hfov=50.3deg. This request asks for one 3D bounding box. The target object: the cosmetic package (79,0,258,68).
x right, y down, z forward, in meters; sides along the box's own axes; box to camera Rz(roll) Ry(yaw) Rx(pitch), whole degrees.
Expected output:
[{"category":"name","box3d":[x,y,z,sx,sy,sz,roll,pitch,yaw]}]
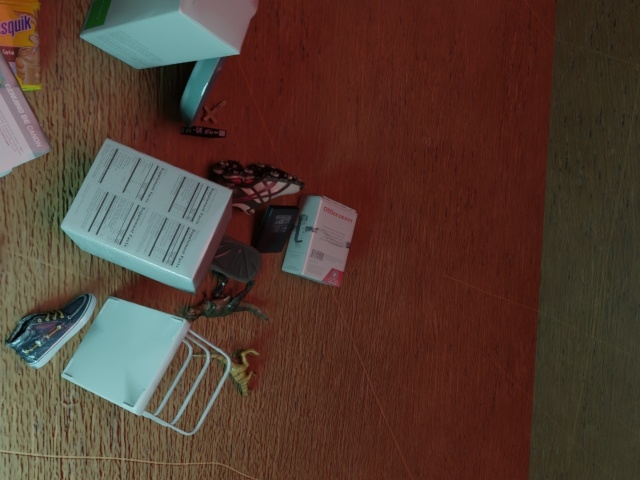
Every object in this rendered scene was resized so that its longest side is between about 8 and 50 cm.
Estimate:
[{"category":"cosmetic package","box3d":[-0.292,-0.464,1.327,0.155,0.365,0.197,25,76,-43]}]

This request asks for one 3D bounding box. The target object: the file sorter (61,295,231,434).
[{"category":"file sorter","box3d":[-0.355,0.260,1.411,0.173,0.277,0.193,46,63,-42]}]

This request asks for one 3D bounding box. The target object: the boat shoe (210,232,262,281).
[{"category":"boat shoe","box3d":[-0.280,0.001,1.589,0.320,0.103,0.118,28,85,-38]}]

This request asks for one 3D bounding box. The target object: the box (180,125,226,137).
[{"category":"box","box3d":[-0.271,-0.251,1.581,0.083,0.067,0.018,0,95,-44]}]

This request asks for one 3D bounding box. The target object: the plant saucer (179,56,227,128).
[{"category":"plant saucer","box3d":[-0.231,-0.392,1.471,0.043,0.317,0.318,27,73,-11]}]

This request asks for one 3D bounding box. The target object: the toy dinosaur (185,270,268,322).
[{"category":"toy dinosaur","box3d":[-0.223,0.142,1.677,0.268,0.064,0.118,5,105,-45]}]

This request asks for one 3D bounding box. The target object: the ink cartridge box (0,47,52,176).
[{"category":"ink cartridge box","box3d":[-0.608,-0.217,1.034,0.271,0.130,0.310,-29,109,-21]}]

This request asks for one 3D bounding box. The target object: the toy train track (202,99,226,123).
[{"category":"toy train track","box3d":[-0.255,-0.309,1.630,0.083,0.014,0.048,-51,119,-36]}]

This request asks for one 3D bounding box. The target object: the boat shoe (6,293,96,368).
[{"category":"boat shoe","box3d":[-0.534,0.162,1.364,0.183,0.065,0.083,-54,129,-26]}]

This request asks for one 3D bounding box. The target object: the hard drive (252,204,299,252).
[{"category":"hard drive","box3d":[-0.116,-0.028,1.747,0.094,0.022,0.135,-2,124,-45]}]

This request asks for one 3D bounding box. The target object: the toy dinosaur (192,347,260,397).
[{"category":"toy dinosaur","box3d":[-0.210,0.314,1.705,0.112,0.064,0.212,-52,126,-26]}]

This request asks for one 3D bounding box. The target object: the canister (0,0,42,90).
[{"category":"canister","box3d":[-0.581,-0.366,1.258,0.126,0.073,0.170,-9,102,-44]}]

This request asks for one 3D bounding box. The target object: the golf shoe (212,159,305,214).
[{"category":"golf shoe","box3d":[-0.161,-0.130,1.701,0.272,0.105,0.120,0,114,-43]}]

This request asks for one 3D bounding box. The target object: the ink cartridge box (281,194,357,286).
[{"category":"ink cartridge box","box3d":[0.000,0.000,1.860,0.158,0.092,0.218,22,81,-44]}]

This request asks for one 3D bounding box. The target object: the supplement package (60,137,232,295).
[{"category":"supplement package","box3d":[-0.334,-0.039,1.366,0.262,0.199,0.198,23,75,-2]}]
